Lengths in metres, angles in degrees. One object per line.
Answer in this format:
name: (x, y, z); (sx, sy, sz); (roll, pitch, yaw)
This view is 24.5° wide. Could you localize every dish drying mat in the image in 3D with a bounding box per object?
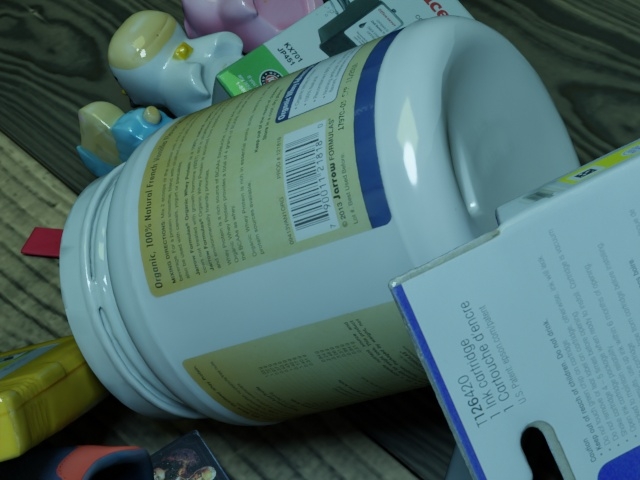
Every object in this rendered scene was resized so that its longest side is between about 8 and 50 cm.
dish drying mat: (-0.217, 0.004, 1.272); (0.083, 0.008, 0.032); (5, 49, 23)

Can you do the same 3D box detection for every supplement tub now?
supplement tub: (0.000, 0.000, 1.001); (0.316, 0.228, 0.228); (-17, 40, 34)

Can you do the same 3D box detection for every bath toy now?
bath toy: (-0.082, -0.192, 1.341); (0.151, 0.129, 0.348); (40, 61, -9)

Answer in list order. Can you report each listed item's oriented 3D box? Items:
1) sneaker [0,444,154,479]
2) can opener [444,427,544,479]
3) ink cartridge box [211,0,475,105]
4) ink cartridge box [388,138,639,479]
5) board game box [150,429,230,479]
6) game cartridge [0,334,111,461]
sneaker: (-0.132, 0.259, 0.861); (0.148, 0.131, 0.350); (-11, 50, -6)
can opener: (0.166, 0.083, 1.024); (0.095, 0.076, 0.283); (5, 51, 23)
ink cartridge box: (0.038, -0.119, 1.210); (0.208, 0.087, 0.153); (-36, 78, -17)
ink cartridge box: (0.227, 0.089, 0.862); (0.307, 0.304, 0.072); (-24, 9, -6)
board game box: (-0.096, 0.254, 0.970); (0.165, 0.042, 0.243); (-30, 46, -11)
game cartridge: (-0.298, 0.129, 1.007); (0.285, 0.053, 0.323); (-14, 1, 4)
